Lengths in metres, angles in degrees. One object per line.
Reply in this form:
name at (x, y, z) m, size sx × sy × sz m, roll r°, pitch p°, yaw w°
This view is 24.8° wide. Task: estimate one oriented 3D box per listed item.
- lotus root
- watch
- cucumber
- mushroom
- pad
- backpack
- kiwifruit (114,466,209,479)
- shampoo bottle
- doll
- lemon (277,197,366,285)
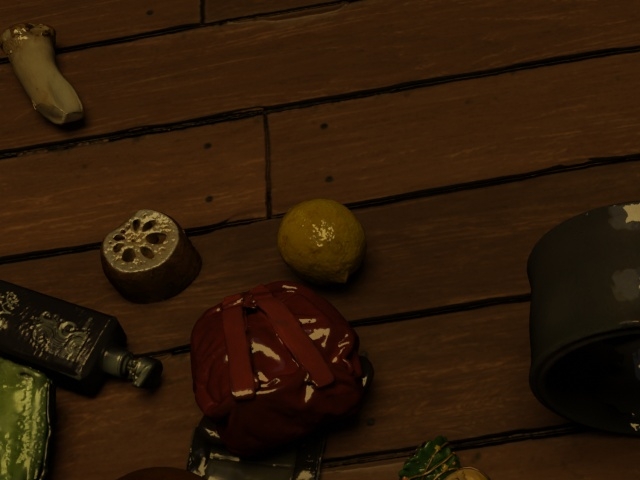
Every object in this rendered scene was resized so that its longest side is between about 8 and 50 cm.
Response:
lotus root at (-0.223, 0.021, 1.911) m, size 0.122 × 0.081 × 0.112 m, roll -39°, pitch 63°, yaw -16°
watch at (0.398, 0.103, 1.600) m, size 0.327 × 0.335 × 0.314 m, roll -11°, pitch 57°, yaw 28°
cucumber at (-0.373, 0.226, 1.790) m, size 0.115 × 0.085 × 0.193 m, roll -9°, pitch 60°, yaw 7°
mushroom at (-0.403, -0.240, 2.142) m, size 0.084 × 0.071 × 0.209 m, roll -6°, pitch 49°, yaw -33°
pad at (-0.092, 0.322, 1.695) m, size 0.174 × 0.022 × 0.233 m, roll 1°, pitch 54°, yaw 14°
backpack at (-0.060, 0.141, 1.740) m, size 0.229 × 0.139 × 0.229 m, roll -7°, pitch 46°, yaw 8°
kiwifruit at (-0.165, 0.344, 1.562) m, size 0.234 × 0.196 × 0.196 m, roll 28°, pitch 65°, yaw 30°
shampoo bottle at (-0.341, 0.127, 1.861) m, size 0.310 × 0.071 × 0.098 m, roll 17°, pitch 57°, yaw 20°
doll at (0.148, 0.278, 1.662) m, size 0.113 × 0.076 × 0.078 m, roll 42°, pitch 97°, yaw 3°
lemon at (0.000, 0.000, 1.852) m, size 0.109 × 0.109 × 0.133 m, roll -33°, pitch 62°, yaw -12°
